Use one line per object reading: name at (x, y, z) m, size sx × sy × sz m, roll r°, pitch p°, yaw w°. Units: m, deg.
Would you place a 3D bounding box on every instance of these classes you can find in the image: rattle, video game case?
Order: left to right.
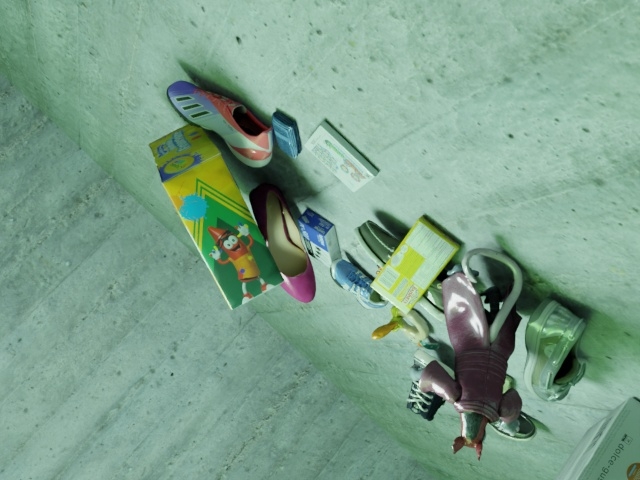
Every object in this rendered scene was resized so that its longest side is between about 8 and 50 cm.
video game case at (0.042, -0.177, 1.500) m, size 0.157 × 0.019 × 0.143 m, roll 43°, pitch 162°, yaw -5°
rattle at (0.246, 0.288, 1.985) m, size 0.130 × 0.143 × 0.200 m, roll 5°, pitch 137°, yaw 32°

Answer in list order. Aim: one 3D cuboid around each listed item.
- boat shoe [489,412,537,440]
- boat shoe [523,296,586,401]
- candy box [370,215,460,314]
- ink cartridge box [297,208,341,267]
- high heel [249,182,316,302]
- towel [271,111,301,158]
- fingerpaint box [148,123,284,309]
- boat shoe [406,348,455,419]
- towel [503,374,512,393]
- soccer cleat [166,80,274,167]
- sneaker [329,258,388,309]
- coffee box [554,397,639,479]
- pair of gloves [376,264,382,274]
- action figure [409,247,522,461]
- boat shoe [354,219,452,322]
boat shoe at (0.512, 0.497, 2.004) m, size 0.233 × 0.084 × 0.079 m, roll 28°, pitch 159°, yaw 43°
boat shoe at (0.486, 0.242, 1.417) m, size 0.103 × 0.118 × 0.320 m, roll 29°, pitch 150°, yaw 37°
candy box at (0.201, 0.056, 1.502) m, size 0.105 × 0.027 × 0.206 m, roll 37°, pitch 121°, yaw 7°
ink cartridge box at (0.000, 0.000, 1.956) m, size 0.097 × 0.046 × 0.207 m, roll 33°, pitch 160°, yaw 23°
high heel at (-0.099, 0.018, 1.962) m, size 0.377 × 0.127 × 0.181 m, roll 61°, pitch 168°, yaw -11°
towel at (-0.079, -0.239, 1.587) m, size 0.067 × 0.029 × 0.119 m, roll 35°, pitch 161°, yaw 21°
fingerpaint box at (-0.282, -0.086, 1.837) m, size 0.371 × 0.163 × 0.445 m, roll 65°, pitch 173°, yaw -24°
boat shoe at (0.319, 0.443, 2.078) m, size 0.127 × 0.158 × 0.340 m, roll 30°, pitch 168°, yaw 32°
towel at (0.475, 0.384, 1.905) m, size 0.110 × 0.027 × 0.148 m, roll 31°, pitch 160°, yaw 27°
soccer cleat at (-0.236, -0.306, 1.671) m, size 0.318 × 0.108 × 0.116 m, roll 39°, pitch 142°, yaw 13°
sneaker at (0.113, 0.120, 1.974) m, size 0.211 × 0.080 × 0.081 m, roll 39°, pitch 158°, yaw -26°
coffee box at (0.677, 0.600, 1.485) m, size 0.334 × 0.338 × 0.338 m, roll 35°, pitch 161°, yaw 20°
pair of gloves at (0.180, 0.098, 1.872) m, size 0.074 × 0.010 × 0.083 m, roll 35°, pitch 162°, yaw 17°
action figure at (0.329, 0.244, 1.367) m, size 0.248 × 0.370 × 0.276 m, roll 15°, pitch 149°, yaw -6°
boat shoe at (0.209, 0.052, 1.577) m, size 0.305 × 0.091 × 0.109 m, roll 43°, pitch -154°, yaw 11°
